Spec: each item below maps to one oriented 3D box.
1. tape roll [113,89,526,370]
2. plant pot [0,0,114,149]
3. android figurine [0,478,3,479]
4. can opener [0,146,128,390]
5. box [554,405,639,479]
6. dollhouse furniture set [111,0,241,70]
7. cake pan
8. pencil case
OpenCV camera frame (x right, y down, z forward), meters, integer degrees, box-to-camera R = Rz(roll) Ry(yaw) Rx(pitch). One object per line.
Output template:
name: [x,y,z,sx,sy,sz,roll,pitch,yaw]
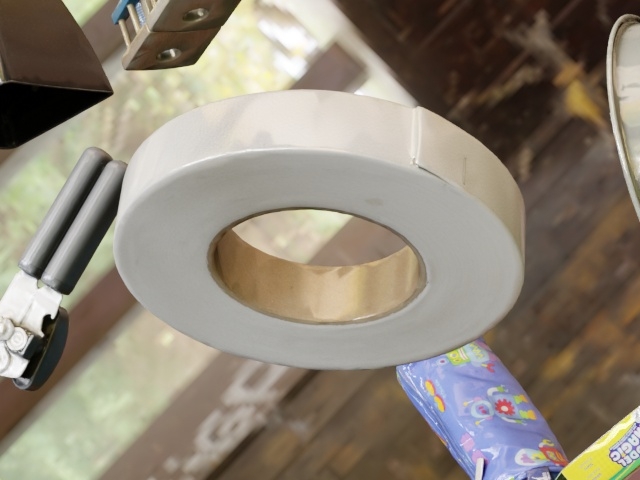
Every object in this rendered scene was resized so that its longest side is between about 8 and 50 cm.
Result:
tape roll: [0.000,0.000,1.668,0.392,0.072,0.392,4,146,3]
plant pot: [-0.390,-0.222,2.103,0.187,0.188,0.167,-1,-108,-55]
android figurine: [-0.308,0.332,1.618,0.248,0.056,0.272,-100,-2,-63]
can opener: [-0.293,0.030,1.974,0.074,0.280,0.093,29,-178,27]
box: [0.273,0.160,1.478,0.043,0.179,0.105,53,-159,13]
dollhouse furniture set: [-0.175,-0.212,1.356,0.129,0.184,0.129,-46,58,54]
cake pan: [0.347,-0.076,1.632,0.293,0.054,0.293,38,-136,-48]
pencil case: [0.195,0.223,2.125,0.133,0.119,0.306,1,-144,-29]
